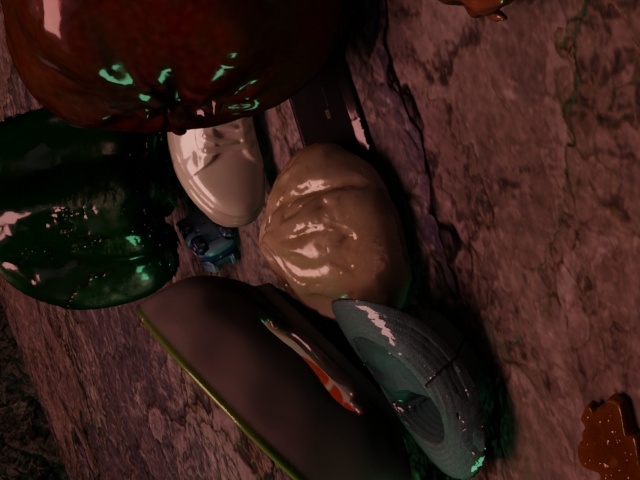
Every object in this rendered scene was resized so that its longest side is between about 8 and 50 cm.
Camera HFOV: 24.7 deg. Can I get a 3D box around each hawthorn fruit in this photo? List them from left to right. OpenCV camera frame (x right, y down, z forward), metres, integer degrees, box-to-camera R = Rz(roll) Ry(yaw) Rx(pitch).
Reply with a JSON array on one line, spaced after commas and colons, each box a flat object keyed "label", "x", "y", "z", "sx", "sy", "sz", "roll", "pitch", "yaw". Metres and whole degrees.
[{"label": "hawthorn fruit", "x": -0.135, "y": -0.245, "z": 1.245, "sx": 0.325, "sy": 0.308, "sz": 0.308, "roll": 66, "pitch": 158, "yaw": 6}]

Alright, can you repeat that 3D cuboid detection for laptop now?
[{"label": "laptop", "x": -0.006, "y": -0.150, "z": 1.371, "sx": 0.135, "sy": 0.016, "sz": 0.197, "roll": -31, "pitch": 77, "yaw": 67}]

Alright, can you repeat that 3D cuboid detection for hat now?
[{"label": "hat", "x": 0.093, "y": 0.108, "z": 1.242, "sx": 0.191, "sy": 0.078, "sz": 0.138, "roll": 56, "pitch": 163, "yaw": -8}]

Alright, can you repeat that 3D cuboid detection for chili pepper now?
[{"label": "chili pepper", "x": -0.291, "y": -0.058, "z": 1.779, "sx": 0.233, "sy": 0.256, "sz": 0.248, "roll": 73, "pitch": -170, "yaw": -53}]

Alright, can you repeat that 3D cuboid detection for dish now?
[{"label": "dish", "x": -0.018, "y": 0.132, "z": 1.381, "sx": 0.324, "sy": 0.124, "sz": 0.324, "roll": 44, "pitch": 177, "yaw": 3}]

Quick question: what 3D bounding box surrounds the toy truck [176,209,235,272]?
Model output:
[{"label": "toy truck", "x": -0.131, "y": 0.007, "z": 1.752, "sx": 0.073, "sy": 0.056, "sz": 0.090, "roll": 51, "pitch": 162, "yaw": 36}]

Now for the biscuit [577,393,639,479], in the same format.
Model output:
[{"label": "biscuit", "x": 0.216, "y": 0.154, "z": 1.045, "sx": 0.092, "sy": 0.016, "sz": 0.082, "roll": 57, "pitch": 149, "yaw": 34}]

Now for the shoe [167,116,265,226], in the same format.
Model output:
[{"label": "shoe", "x": -0.115, "y": -0.149, "z": 1.537, "sx": 0.110, "sy": 0.095, "sz": 0.265, "roll": 134, "pitch": 120, "yaw": -65}]

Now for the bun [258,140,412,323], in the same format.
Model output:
[{"label": "bun", "x": 0.000, "y": 0.000, "z": 1.325, "sx": 0.183, "sy": 0.102, "sz": 0.183, "roll": 44, "pitch": 146, "yaw": 41}]

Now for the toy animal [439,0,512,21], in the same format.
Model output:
[{"label": "toy animal", "x": 0.081, "y": -0.265, "z": 1.009, "sx": 0.229, "sy": 0.066, "sz": 0.224, "roll": -154, "pitch": 51, "yaw": -69}]
